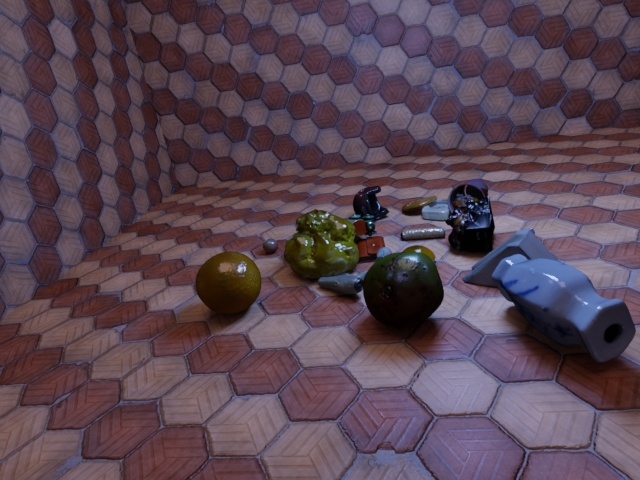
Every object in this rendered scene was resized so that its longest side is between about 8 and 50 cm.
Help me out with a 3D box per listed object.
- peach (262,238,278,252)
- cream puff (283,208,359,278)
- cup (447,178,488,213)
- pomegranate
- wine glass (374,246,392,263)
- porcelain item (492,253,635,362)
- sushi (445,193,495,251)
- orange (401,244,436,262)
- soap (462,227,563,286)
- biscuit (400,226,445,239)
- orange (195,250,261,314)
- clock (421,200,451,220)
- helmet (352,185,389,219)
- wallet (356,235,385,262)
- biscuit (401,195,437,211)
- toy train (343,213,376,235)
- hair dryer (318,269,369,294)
[{"bbox_3d":[-0.268,0.031,2.315,0.083,0.083,0.083,-9,23,4],"label":"peach"},{"bbox_3d":[0.000,0.000,2.021,0.378,0.275,0.378,-8,25,4],"label":"cream puff"},{"bbox_3d":[0.831,-0.243,2.359,0.203,0.203,0.288,3,20,29],"label":"cup"},{"bbox_3d":[0.314,0.152,1.535,0.290,0.291,0.323,11,31,41],"label":"pomegranate"},{"bbox_3d":[0.284,0.083,1.926,0.073,0.073,0.155,-5,13,12],"label":"wine glass"},{"bbox_3d":[0.726,0.185,1.324,0.178,0.242,0.405,-38,24,0],"label":"porcelain item"},{"bbox_3d":[0.687,-0.055,1.979,0.212,0.215,0.227,-5,44,24],"label":"sushi"},{"bbox_3d":[0.420,0.077,1.883,0.170,0.112,0.160,-10,20,-28],"label":"orange"},{"bbox_3d":[0.760,0.140,1.666,0.159,0.258,0.302,-37,-10,-45],"label":"soap"},{"bbox_3d":[0.514,-0.037,2.159,0.219,0.055,0.061,-3,14,18],"label":"biscuit"},{"bbox_3d":[-0.384,0.178,1.792,0.274,0.274,0.274,-9,23,4],"label":"orange"},{"bbox_3d":[0.667,-0.173,2.395,0.151,0.062,0.191,7,29,39],"label":"clock"},{"bbox_3d":[0.285,-0.212,2.489,0.193,0.189,0.216,-10,26,27],"label":"helmet"},{"bbox_3d":[0.250,0.039,2.109,0.142,0.045,0.204,-8,24,6],"label":"wallet"},{"bbox_3d":[0.550,-0.208,2.479,0.144,0.033,0.224,-30,10,-37],"label":"biscuit"},{"bbox_3d":[0.173,-0.073,2.251,0.177,0.116,0.285,-12,9,-20],"label":"toy train"},{"bbox_3d":[0.117,0.167,1.871,0.229,0.092,0.267,-5,9,28],"label":"hair dryer"}]
